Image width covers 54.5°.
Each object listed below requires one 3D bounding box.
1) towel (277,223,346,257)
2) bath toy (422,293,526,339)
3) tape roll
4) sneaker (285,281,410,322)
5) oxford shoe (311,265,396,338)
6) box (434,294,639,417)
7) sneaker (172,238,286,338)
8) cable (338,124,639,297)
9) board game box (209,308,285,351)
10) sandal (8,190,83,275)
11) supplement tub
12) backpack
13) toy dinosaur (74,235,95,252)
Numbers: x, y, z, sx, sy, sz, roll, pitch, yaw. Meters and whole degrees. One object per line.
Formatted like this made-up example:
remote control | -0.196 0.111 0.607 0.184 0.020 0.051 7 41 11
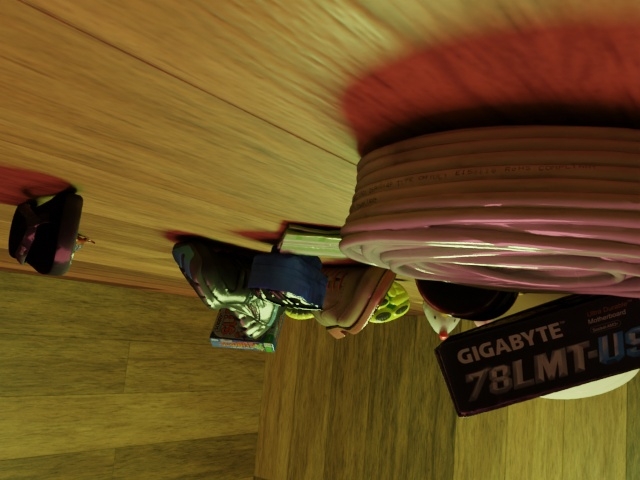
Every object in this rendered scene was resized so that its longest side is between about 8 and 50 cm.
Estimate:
towel | 0.000 0.000 0.871 0.113 0.023 0.152 4 170 -7
bath toy | 0.409 0.174 1.417 0.348 0.129 0.151 3 137 8
tape roll | 0.502 0.216 1.280 0.286 0.100 0.286 5 138 5
sneaker | 0.059 0.121 1.442 0.296 0.109 0.123 2 -164 5
oxford shoe | 0.042 0.106 1.220 0.130 0.123 0.348 37 153 -1
box | 0.274 0.089 0.637 0.296 0.073 0.293 -20 171 12
sneaker | -0.148 0.064 1.134 0.140 0.125 0.341 -38 152 0
cable | 0.145 -0.014 0.450 0.257 0.089 0.257 9 172 -24
board game box | -0.143 0.142 1.334 0.136 0.201 0.035 3 137 11
sandal | -0.352 -0.007 0.759 0.054 0.097 0.254 12 169 -39
supplement tub | 0.188 0.047 0.767 0.106 0.106 0.198 1 171 24
backpack | -0.057 0.056 0.990 0.098 0.101 0.120 -2 165 31
toy dinosaur | -0.432 -0.004 1.094 0.090 0.047 0.082 -31 -171 -41
